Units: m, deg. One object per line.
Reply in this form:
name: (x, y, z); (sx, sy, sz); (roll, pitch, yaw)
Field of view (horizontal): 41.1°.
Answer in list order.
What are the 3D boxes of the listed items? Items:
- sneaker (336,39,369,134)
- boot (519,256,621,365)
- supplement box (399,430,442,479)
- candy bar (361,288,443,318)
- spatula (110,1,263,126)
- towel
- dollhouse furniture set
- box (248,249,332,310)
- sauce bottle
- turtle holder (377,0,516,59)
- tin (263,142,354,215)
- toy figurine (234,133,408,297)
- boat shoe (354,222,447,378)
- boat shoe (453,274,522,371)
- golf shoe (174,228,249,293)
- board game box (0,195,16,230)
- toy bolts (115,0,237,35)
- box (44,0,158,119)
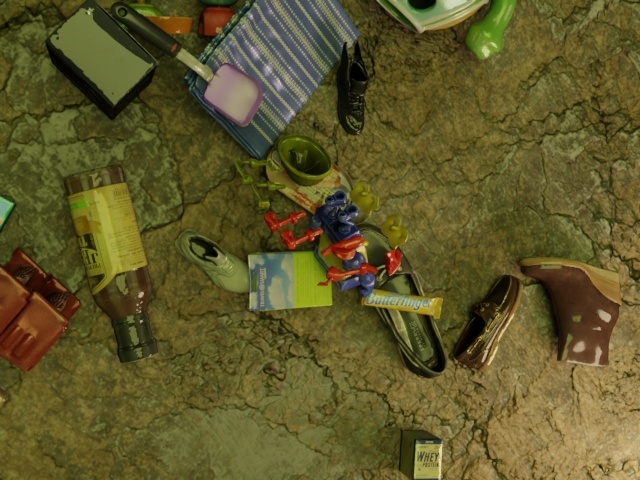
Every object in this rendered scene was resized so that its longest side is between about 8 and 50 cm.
sneaker: (0.063, -0.291, 1.636); (0.051, 0.089, 0.170); (-8, 92, -15)
boot: (0.508, 0.146, 1.752); (0.248, 0.090, 0.207); (12, 84, -18)
supplement box: (0.196, 0.421, 1.671); (0.056, 0.083, 0.083); (3, 89, -15)
candy bar: (0.151, 0.116, 1.609); (0.161, 0.018, 0.040); (10, 85, -10)
spatula: (-0.220, -0.301, 1.418); (0.296, 0.030, 0.084); (34, 86, -32)
towel: (-0.079, -0.336, 1.564); (0.336, 0.040, 0.243); (-53, 135, -9)
dollhouse furniture set: (-0.579, 0.208, 1.413); (0.152, 0.201, 0.374); (41, 86, -12)
box: (-0.063, 0.074, 1.602); (0.178, 0.042, 0.109); (-2, 90, -31)
sauce bottle: (-0.361, 0.043, 1.509); (0.111, 0.111, 0.345); (-15, 92, -15)
turtle holder: (0.228, -0.509, 1.632); (0.227, 0.243, 0.320); (-51, 142, 5)
tin: (-0.023, -0.115, 1.640); (0.189, 0.040, 0.106); (35, 77, -13)
toy figurine: (0.000, 0.000, 1.552); (0.191, 0.217, 0.362); (-27, 53, -18)
boat shoe: (0.158, 0.115, 1.656); (0.112, 0.095, 0.335); (-28, 97, -13)
boat shoe: (0.336, 0.159, 1.716); (0.073, 0.073, 0.207); (27, 83, -15)
golf shoe: (-0.187, 0.044, 1.570); (0.176, 0.086, 0.069); (32, 80, -14)
board game box: (-0.648, -0.009, 1.465); (0.160, 0.047, 0.210); (28, 82, -13)
toy bolts: (-0.242, -0.443, 1.499); (0.228, 0.218, 0.159); (-3, 104, -22)
box: (-0.373, -0.304, 1.457); (0.153, 0.207, 0.108); (44, 82, -10)
